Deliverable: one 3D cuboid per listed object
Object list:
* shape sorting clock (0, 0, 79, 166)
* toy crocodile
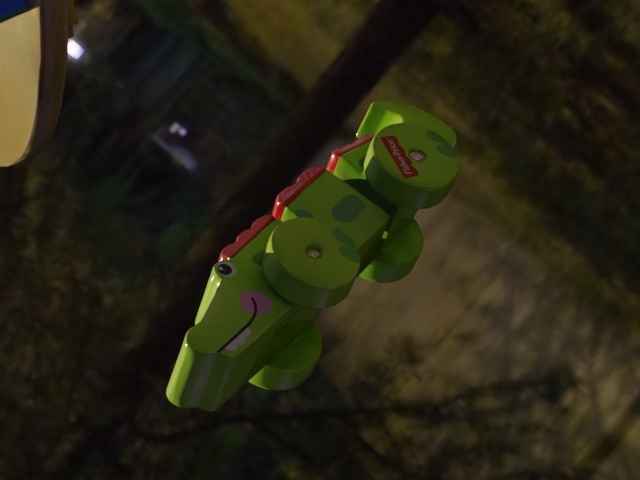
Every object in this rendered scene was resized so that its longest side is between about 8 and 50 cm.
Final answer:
[{"bbox_3d":[-0.101,-0.118,0.348,0.206,0.040,0.206,40,141,44],"label":"shape sorting clock"},{"bbox_3d":[0.000,0.000,1.024,0.105,0.340,0.115,35,139,13],"label":"toy crocodile"}]
